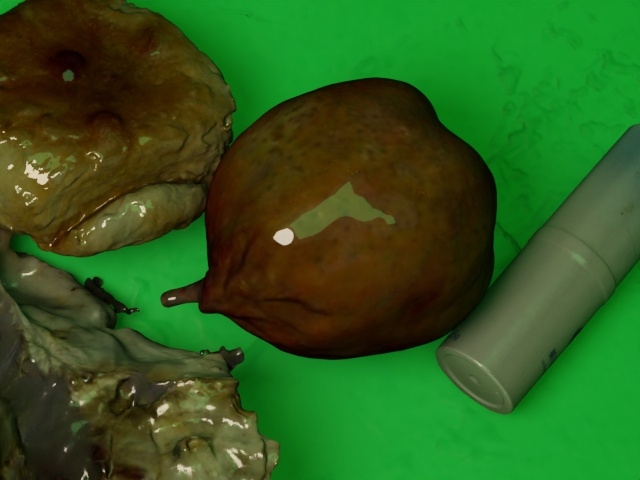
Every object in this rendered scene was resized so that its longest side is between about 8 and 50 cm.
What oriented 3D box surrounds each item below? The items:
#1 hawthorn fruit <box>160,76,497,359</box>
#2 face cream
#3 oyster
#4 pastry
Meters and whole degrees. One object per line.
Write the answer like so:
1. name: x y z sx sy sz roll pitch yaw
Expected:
1. hawthorn fruit: 0.000 0.000 1.439 0.248 0.208 0.208 -29 81 -23
2. face cream: 0.195 0.020 1.543 0.077 0.077 0.250 41 72 3
3. oyster: -0.162 0.108 1.410 0.198 0.133 0.337 -45 63 11
4. pastry: -0.174 -0.094 1.469 0.218 0.100 0.229 -4 50 -13
